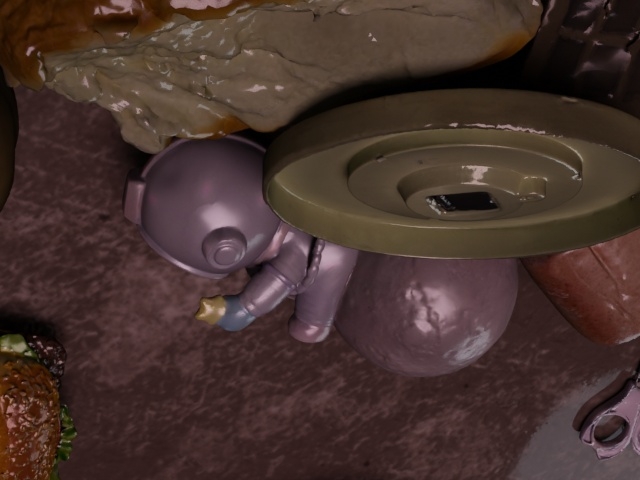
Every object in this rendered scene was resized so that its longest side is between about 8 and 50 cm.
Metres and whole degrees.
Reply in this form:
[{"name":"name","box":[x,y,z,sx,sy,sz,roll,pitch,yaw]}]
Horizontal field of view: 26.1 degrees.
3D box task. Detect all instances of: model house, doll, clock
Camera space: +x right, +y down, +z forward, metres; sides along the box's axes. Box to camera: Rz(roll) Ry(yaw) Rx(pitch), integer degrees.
[{"name":"model house","box":[0.199,-0.135,0.882,0.243,0.211,0.204,6,124,-20]},{"name":"doll","box":[0.000,0.000,0.961,0.287,0.151,0.151,20,116,-24]},{"name":"clock","box":[0.083,-0.031,0.805,0.235,0.029,0.235,0,163,0]}]

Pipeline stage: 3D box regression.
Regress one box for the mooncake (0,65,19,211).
[{"name":"mooncake","box":[-0.358,-0.057,0.775,0.378,0.200,0.378,-9,126,-12]}]

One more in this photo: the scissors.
[{"name":"scissors","box":[0.287,0.116,1.204,0.100,0.015,0.189,-1,123,-13]}]

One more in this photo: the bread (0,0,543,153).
[{"name":"bread","box":[-0.027,-0.191,0.721,0.279,0.250,0.225,-13,167,16]}]

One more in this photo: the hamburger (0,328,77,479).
[{"name":"hamburger","box":[-0.246,0.139,1.014,0.137,0.087,0.166,5,122,-20]}]

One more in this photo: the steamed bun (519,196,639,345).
[{"name":"steamed bun","box":[0.225,-0.023,1.038,0.175,0.106,0.145,-46,120,0]}]
